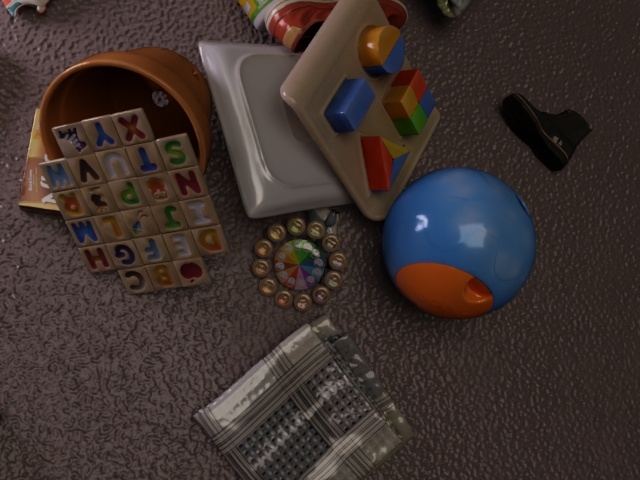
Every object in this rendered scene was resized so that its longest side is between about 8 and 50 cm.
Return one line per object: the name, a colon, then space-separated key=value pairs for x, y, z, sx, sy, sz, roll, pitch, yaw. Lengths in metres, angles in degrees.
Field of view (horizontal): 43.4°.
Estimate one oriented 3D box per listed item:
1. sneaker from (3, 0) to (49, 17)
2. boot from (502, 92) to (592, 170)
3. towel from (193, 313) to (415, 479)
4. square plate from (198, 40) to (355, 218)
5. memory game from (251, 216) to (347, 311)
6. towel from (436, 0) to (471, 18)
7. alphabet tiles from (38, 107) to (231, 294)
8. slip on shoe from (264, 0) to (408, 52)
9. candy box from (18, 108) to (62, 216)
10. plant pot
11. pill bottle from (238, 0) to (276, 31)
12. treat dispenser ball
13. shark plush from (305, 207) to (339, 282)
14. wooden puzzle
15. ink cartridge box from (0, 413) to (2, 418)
sneaker: x=-0.529 y=-0.475 z=1.540 sx=0.161 sy=0.057 sz=0.075 roll=-23 pitch=103 yaw=-18
boot: x=0.494 y=-0.267 z=1.748 sx=0.137 sy=0.077 sz=0.198 roll=-45 pitch=106 yaw=-22
towel: x=-0.017 y=0.342 z=1.501 sx=0.324 sy=0.056 sz=0.312 roll=-38 pitch=94 yaw=-18
square plate: x=-0.039 y=-0.229 z=1.545 sx=0.344 sy=0.049 sz=0.347 roll=-10 pitch=81 yaw=-39
memory game: x=-0.042 y=0.046 z=1.550 sx=0.186 sy=0.012 sz=0.186 roll=0 pitch=96 yaw=-2
towel: x=0.284 y=-0.700 z=1.641 sx=0.320 sy=0.090 sz=0.374 roll=-51 pitch=133 yaw=-28
alphabet tiles: x=-0.321 y=-0.056 z=1.392 sx=0.285 sy=0.011 sz=0.342 roll=-8 pitch=119 yaw=16
slip on shoe: x=0.046 y=-0.425 z=1.603 sx=0.331 sy=0.123 sz=0.101 roll=-13 pitch=62 yaw=-36
candy box: x=-0.484 y=-0.140 z=1.484 sx=0.109 sy=0.053 sz=0.187 roll=9 pitch=77 yaw=-12
plant pot: x=-0.313 y=-0.213 z=1.422 sx=0.291 sy=0.291 sz=0.203 roll=30 pitch=34 yaw=-7
pill bottle: x=-0.134 y=-0.554 z=1.603 sx=0.136 sy=0.136 sz=0.246 roll=-33 pitch=89 yaw=-17
treat dispenser ball: x=0.259 y=0.005 z=1.519 sx=0.288 sy=0.288 sz=0.288 roll=3 pitch=79 yaw=-14
shark plush: x=0.000 y=0.000 z=1.595 sx=0.067 sy=0.073 sz=0.161 roll=2 pitch=100 yaw=6
wooden puzzle: x=0.106 y=-0.261 z=1.534 sx=0.348 sy=0.080 sz=0.322 roll=50 pitch=56 yaw=-34
ink cartridge box: x=-0.763 y=0.234 z=1.297 sx=0.270 sy=0.151 sz=0.395 roll=-42 pitch=90 yaw=-17
